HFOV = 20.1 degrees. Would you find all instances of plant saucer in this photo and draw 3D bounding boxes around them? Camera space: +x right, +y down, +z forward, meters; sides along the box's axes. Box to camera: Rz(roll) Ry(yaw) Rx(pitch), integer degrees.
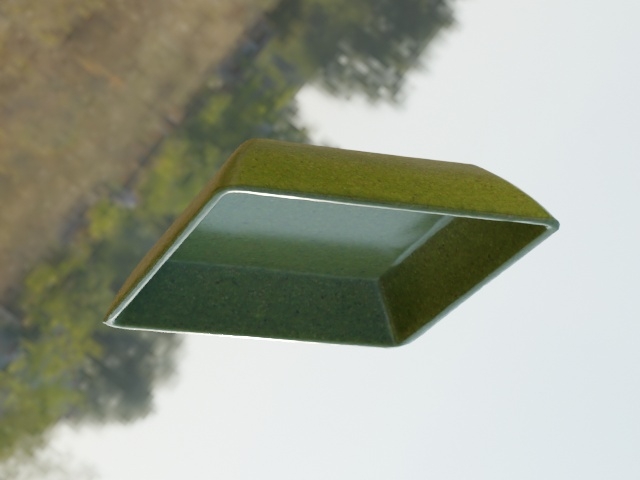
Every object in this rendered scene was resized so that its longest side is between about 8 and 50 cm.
[{"bbox_3d":[0.000,0.000,0.959,0.188,0.188,0.045,136,-46,-56],"label":"plant saucer"}]
